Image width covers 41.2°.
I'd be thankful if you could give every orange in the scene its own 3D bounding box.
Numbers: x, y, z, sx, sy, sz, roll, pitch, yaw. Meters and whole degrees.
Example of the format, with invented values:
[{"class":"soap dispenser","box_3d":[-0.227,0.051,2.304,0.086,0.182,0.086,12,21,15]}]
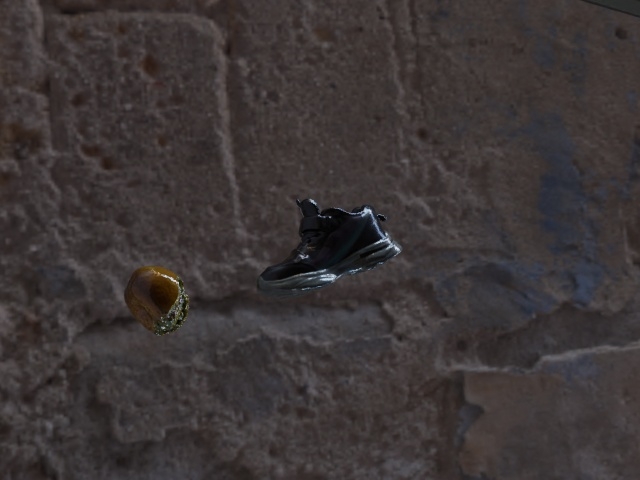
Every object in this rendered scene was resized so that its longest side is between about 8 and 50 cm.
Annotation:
[{"class":"orange","box_3d":[-0.184,0.063,0.968,0.086,0.062,0.086,28,-38,24]}]

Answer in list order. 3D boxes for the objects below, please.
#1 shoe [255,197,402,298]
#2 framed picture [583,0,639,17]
[{"class":"shoe","box_3d":[0.000,0.000,0.904,0.071,0.169,0.099,-23,-94,67]},{"class":"framed picture","box_3d":[0.116,-0.193,0.527,0.244,0.324,0.013,-12,123,-74]}]
